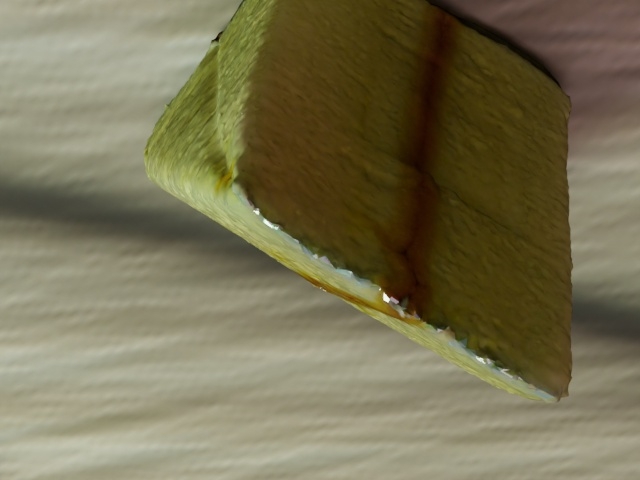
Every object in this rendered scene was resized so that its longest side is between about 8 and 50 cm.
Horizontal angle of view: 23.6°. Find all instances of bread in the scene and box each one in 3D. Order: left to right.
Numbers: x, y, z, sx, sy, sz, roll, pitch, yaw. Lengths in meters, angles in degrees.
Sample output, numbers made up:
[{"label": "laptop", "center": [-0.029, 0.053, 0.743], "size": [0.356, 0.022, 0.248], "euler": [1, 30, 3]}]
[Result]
[{"label": "bread", "center": [0.000, 0.001, 0.672], "size": [0.168, 0.264, 0.163], "euler": [33, 121, -11]}]
